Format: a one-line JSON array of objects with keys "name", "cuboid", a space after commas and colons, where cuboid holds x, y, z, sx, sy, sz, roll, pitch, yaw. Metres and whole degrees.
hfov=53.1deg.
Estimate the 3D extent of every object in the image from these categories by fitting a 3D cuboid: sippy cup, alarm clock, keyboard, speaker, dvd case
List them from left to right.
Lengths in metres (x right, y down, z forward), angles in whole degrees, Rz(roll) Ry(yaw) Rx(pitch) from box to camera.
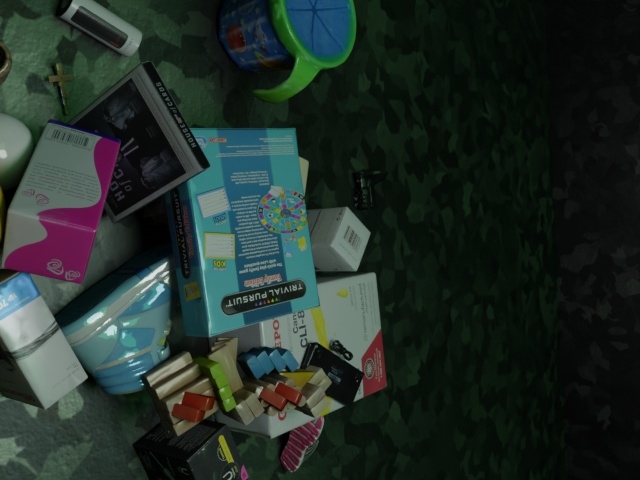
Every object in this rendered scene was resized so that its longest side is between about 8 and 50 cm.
[{"name": "speaker", "cuboid": [-0.377, -0.373, 1.103, 0.136, 0.055, 0.055, 26, 69, -46]}, {"name": "dvd case", "cuboid": [-0.301, -0.147, 1.014, 0.179, 0.238, 0.029, 61, 35, -9]}, {"name": "alarm clock", "cuboid": [-0.266, -0.058, 1.156, 0.192, 0.129, 0.064, 19, 74, -50]}, {"name": "sippy cup", "cuboid": [-0.082, -0.450, 1.318, 0.305, 0.224, 0.240, -54, 127, -35]}, {"name": "keyboard", "cuboid": [0.028, 0.264, 1.319, 0.180, 0.023, 0.108, 40, 66, -41]}]

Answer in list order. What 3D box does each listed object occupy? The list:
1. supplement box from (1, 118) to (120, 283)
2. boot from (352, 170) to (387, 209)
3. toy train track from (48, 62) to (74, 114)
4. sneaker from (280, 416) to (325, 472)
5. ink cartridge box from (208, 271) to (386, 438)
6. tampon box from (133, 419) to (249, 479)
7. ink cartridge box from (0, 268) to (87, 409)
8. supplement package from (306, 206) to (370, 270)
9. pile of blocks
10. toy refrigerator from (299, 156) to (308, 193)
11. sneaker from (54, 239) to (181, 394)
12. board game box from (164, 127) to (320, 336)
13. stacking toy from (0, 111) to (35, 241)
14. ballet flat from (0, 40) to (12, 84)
[{"name": "supplement box", "cuboid": [-0.371, -0.060, 0.928, 0.111, 0.114, 0.220, 15, 37, -18]}, {"name": "boot", "cuboid": [0.134, -0.133, 1.688, 0.121, 0.045, 0.099, -9, 93, -42]}, {"name": "toy train track", "cuboid": [-0.432, -0.252, 1.067, 0.048, 0.014, 0.083, -26, 114, -54]}, {"name": "sneaker", "cuboid": [-0.031, 0.434, 1.423, 0.074, 0.063, 0.171, -21, 140, -60]}, {"name": "ink cartridge box", "cuboid": [-0.039, 0.228, 1.382, 0.384, 0.160, 0.280, -8, 94, -48]}, {"name": "tampon box", "cuboid": [-0.231, 0.396, 1.152, 0.101, 0.160, 0.121, -36, 115, -44]}, {"name": "ink cartridge box", "cuboid": [-0.445, 0.140, 0.934, 0.082, 0.139, 0.191, -39, 117, -43]}, {"name": "supplement package", "cuboid": [0.000, 0.000, 1.423, 0.105, 0.179, 0.105, 44, 57, -38]}, {"name": "pile of blocks", "cuboid": [-0.114, 0.246, 1.110, 0.362, 0.112, 0.149, 2, 90, -37]}, {"name": "toy refrigerator", "cuboid": [-0.101, -0.048, 1.370, 0.094, 0.102, 0.270, 18, 74, -47]}, {"name": "sneaker", "cuboid": [-0.289, 0.139, 1.131, 0.319, 0.127, 0.208, -38, 115, -32]}, {"name": "board game box", "cuboid": [-0.137, -0.024, 1.124, 0.253, 0.079, 0.337, -9, 92, -44]}, {"name": "stacking toy", "cuboid": [-0.519, -0.017, 0.800, 0.351, 0.350, 0.480, 62, 29, -26]}, {"name": "ballet flat", "cuboid": [-0.565, -0.272, 0.843, 0.315, 0.106, 0.108, 0, 88, -49]}]
